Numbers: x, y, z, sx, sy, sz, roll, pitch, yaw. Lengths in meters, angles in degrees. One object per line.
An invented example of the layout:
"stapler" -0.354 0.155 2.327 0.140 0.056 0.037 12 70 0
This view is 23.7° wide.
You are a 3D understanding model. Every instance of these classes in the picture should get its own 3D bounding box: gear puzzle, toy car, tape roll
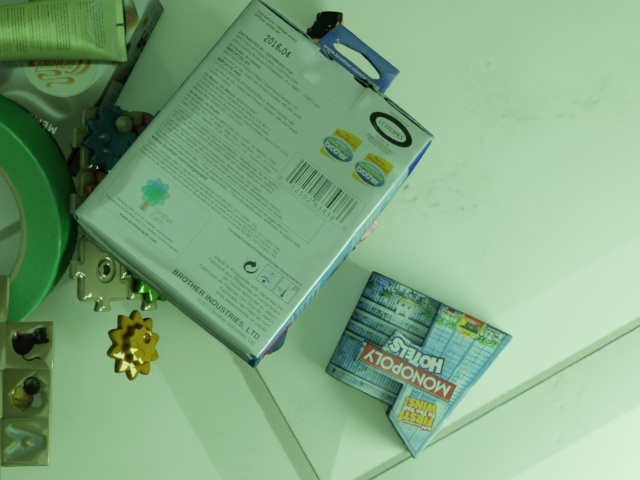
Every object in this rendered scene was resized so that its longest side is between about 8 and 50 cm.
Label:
"gear puzzle" -0.230 0.004 1.874 0.044 0.175 0.338 1 89 39
"toy car" -0.028 -0.259 1.950 0.122 0.060 0.040 -6 134 15
"tape roll" -0.459 -0.033 1.853 0.321 0.077 0.321 3 109 9

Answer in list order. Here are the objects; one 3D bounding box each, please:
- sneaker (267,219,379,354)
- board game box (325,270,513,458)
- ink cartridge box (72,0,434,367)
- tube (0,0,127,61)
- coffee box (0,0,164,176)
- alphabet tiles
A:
"sneaker" 0.000 0.000 1.900 0.131 0.112 0.319 16 90 2
"board game box" 0.114 0.166 1.927 0.194 0.060 0.194 25 88 -1
"ink cartridge box" -0.056 -0.088 1.780 0.270 0.151 0.395 38 81 1
"tube" -0.355 -0.249 1.828 0.240 0.062 0.070 -6 129 -3
"coffee box" -0.316 -0.220 1.901 0.141 0.098 0.246 27 89 0
"alphabet tiles" -0.484 0.184 1.794 0.343 0.011 0.285 -2 76 4
